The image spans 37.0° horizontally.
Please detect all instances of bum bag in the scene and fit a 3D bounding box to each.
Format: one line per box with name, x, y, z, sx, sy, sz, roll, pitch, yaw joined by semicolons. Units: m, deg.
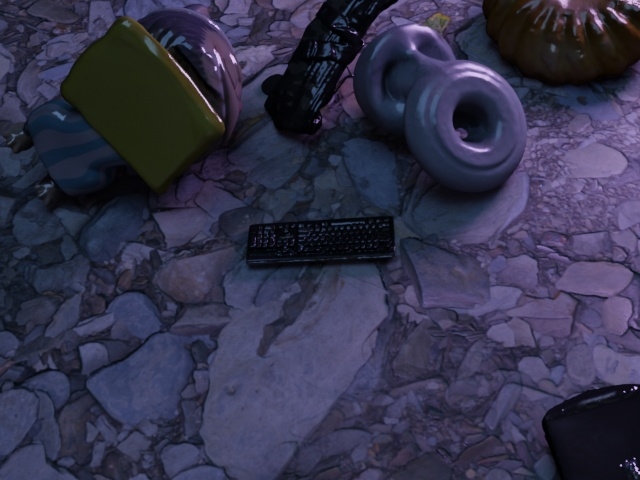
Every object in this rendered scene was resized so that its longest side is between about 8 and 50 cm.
bum bag;0.015;-0.334;1.646;0.144;0.095;0.340;29;86;41

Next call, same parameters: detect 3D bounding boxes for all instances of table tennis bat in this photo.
table tennis bat;-0.069;-0.289;1.726;0.083;0.007;0.050;-38;56;-20

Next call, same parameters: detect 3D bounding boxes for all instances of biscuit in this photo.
biscuit;0.447;-0.426;1.677;0.325;0.107;0.326;-6;64;13

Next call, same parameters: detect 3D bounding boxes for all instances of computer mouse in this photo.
computer mouse;0.381;0.303;1.153;0.168;0.087;0.295;-16;38;3

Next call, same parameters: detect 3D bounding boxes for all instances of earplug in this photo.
earplug;0.186;-0.214;1.546;0.214;0.175;0.325;-33;64;-24

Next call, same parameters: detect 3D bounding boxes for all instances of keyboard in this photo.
keyboard;0.000;0.000;1.477;0.230;0.025;0.094;-4;49;4

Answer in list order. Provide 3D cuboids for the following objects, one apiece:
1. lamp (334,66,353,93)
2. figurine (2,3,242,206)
lamp;0.038;-0.320;1.709;0.041;0.054;0.121;-1;55;-18
figurine;-0.280;-0.239;1.635;0.361;0.266;0.378;-21;13;23
